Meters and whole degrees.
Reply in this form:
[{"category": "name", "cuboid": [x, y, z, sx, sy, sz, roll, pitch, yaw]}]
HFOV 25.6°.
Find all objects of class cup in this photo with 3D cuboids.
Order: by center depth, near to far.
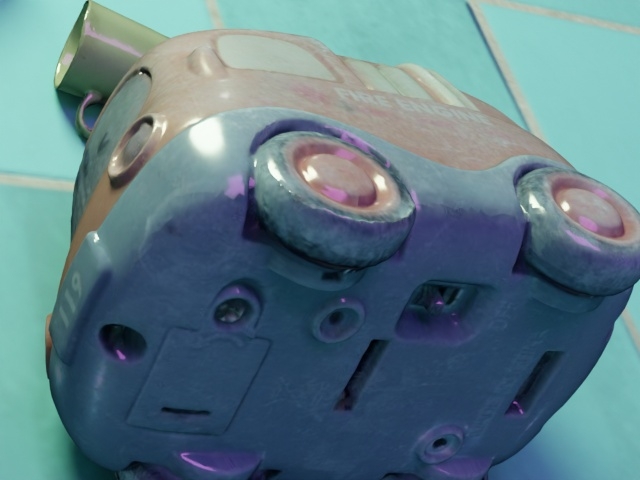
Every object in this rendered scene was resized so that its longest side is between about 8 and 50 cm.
[{"category": "cup", "cuboid": [-0.108, -0.093, 0.818, 0.083, 0.054, 0.075, 21, 41, -19]}]

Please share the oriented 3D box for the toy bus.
[{"category": "toy bus", "cuboid": [0.000, 0.000, 0.708, 0.294, 0.197, 0.232, 6, 38, -29]}]
